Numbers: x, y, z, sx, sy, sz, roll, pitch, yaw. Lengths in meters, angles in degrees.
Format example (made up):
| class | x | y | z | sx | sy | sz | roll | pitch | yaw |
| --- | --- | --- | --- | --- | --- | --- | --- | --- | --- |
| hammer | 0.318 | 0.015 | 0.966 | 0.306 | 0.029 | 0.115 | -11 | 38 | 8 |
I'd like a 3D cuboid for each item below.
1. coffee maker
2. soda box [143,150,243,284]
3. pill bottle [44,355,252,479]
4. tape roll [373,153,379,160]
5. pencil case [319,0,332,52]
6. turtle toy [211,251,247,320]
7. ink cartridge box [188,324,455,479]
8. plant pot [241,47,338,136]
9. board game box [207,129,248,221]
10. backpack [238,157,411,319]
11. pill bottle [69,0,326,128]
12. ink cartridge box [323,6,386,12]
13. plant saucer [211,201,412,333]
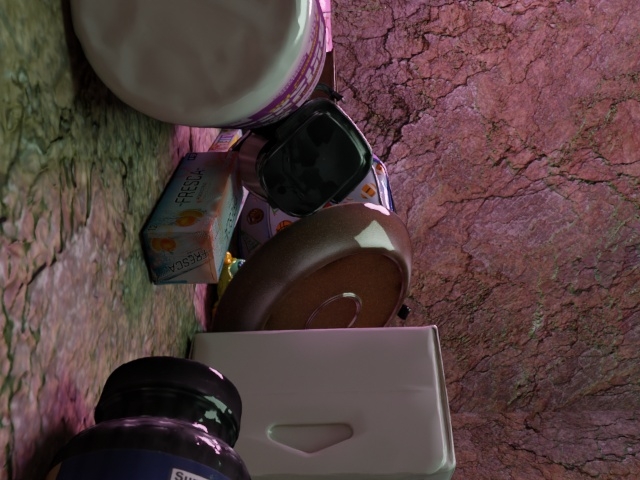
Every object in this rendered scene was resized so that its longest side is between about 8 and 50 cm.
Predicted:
| class | x | y | z | sx | sy | sz | roll | pitch | yaw |
| --- | --- | --- | --- | --- | --- | --- | --- | --- | --- |
| coffee maker | -0.020 | -0.117 | 0.710 | 0.171 | 0.120 | 0.178 | -67 | -158 | 3 |
| soda box | -0.121 | -0.029 | 0.617 | 0.183 | 0.062 | 0.058 | -86 | 174 | -60 |
| pill bottle | -0.101 | 0.178 | 0.332 | 0.219 | 0.122 | 0.123 | -89 | 175 | -50 |
| tape roll | 0.045 | -0.143 | 1.697 | 0.090 | 0.274 | 0.275 | 84 | 5 | -58 |
| pencil case | -0.049 | -0.518 | 1.364 | 0.160 | 0.167 | 0.386 | 4 | 83 | -54 |
| turtle toy | -0.104 | 0.066 | 0.820 | 0.130 | 0.066 | 0.095 | 70 | 18 | -78 |
| ink cartridge box | 0.007 | 0.260 | 0.775 | 0.385 | 0.279 | 0.161 | 83 | 5 | -57 |
| plant pot | -0.053 | -0.237 | 1.040 | 0.167 | 0.165 | 0.167 | -2 | 90 | -87 |
| board game box | -0.128 | -0.087 | 0.844 | 0.154 | 0.026 | 0.104 | -85 | 173 | -64 |
| backpack | 0.000 | 0.000 | 0.992 | 0.213 | 0.263 | 0.277 | 63 | 16 | -65 |
| pill bottle | -0.079 | -0.184 | 0.543 | 0.301 | 0.169 | 0.169 | -70 | 158 | -79 |
| ink cartridge box | -0.009 | -0.482 | 1.165 | 0.189 | 0.255 | 0.097 | -84 | 171 | -70 |
| plant saucer | 0.007 | 0.091 | 0.815 | 0.050 | 0.310 | 0.311 | 50 | -23 | 38 |
